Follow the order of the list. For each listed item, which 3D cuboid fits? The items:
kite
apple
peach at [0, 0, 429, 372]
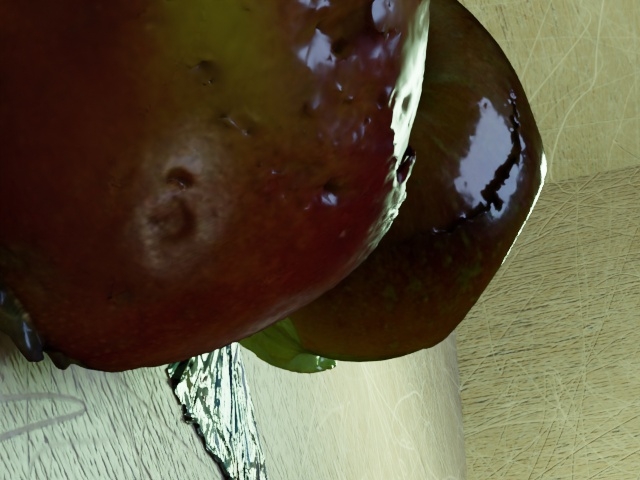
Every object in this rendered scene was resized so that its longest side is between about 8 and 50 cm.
[{"bbox_3d":[-0.081,0.205,1.829,0.406,0.014,0.368,67,14,-51],"label":"kite"},{"bbox_3d":[0.011,-0.050,1.660,0.374,0.374,0.384,62,7,-62],"label":"apple"},{"bbox_3d":[-0.101,-0.110,1.273,0.416,0.353,0.339,-62,171,23],"label":"peach"}]
